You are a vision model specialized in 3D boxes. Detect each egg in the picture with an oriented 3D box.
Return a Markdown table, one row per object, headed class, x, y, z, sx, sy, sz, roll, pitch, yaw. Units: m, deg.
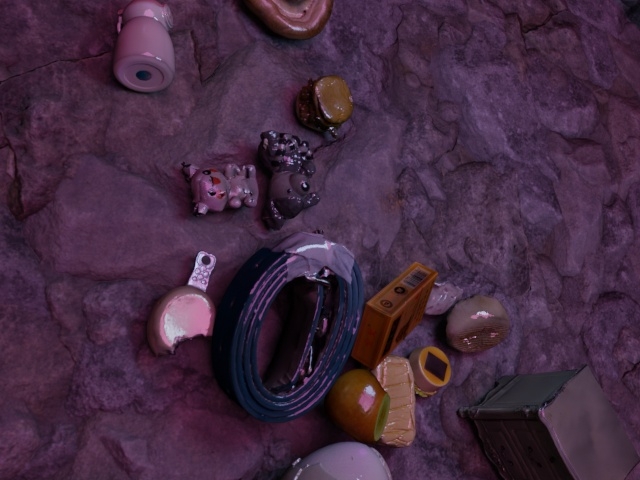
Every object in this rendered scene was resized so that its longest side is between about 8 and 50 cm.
| class | x | y | z | sx | sy | sz | roll | pitch | yaw |
| --- | --- | --- | --- | --- | --- | --- | --- | --- | --- |
| egg | 0.022 | 0.599 | 1.286 | 0.278 | 0.278 | 0.336 | 34 | 66 | -14 |

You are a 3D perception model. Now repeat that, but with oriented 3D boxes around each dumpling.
| class | x | y | z | sx | sy | sz | roll | pitch | yaw |
| --- | --- | --- | --- | --- | --- | --- | --- | --- | --- |
| dumpling | 0.324 | 0.153 | 1.657 | 0.188 | 0.127 | 0.108 | 27 | 56 | -24 |

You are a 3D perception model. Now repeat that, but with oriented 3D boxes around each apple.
| class | x | y | z | sx | sy | sz | roll | pitch | yaw |
| --- | --- | --- | --- | --- | --- | --- | --- | --- | --- |
| apple | 0.094 | 0.384 | 1.383 | 0.163 | 0.146 | 0.147 | 37 | 81 | 15 |

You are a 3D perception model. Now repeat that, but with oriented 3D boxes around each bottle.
| class | x | y | z | sx | sy | sz | roll | pitch | yaw |
| --- | --- | --- | --- | --- | --- | --- | --- | --- | --- |
| bottle | -0.437 | -0.504 | 1.474 | 0.148 | 0.147 | 0.236 | 7 | 64 | -25 |

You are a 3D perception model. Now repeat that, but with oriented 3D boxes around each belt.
| class | x | y | z | sx | sy | sz | roll | pitch | yaw |
| --- | --- | --- | --- | --- | --- | --- | --- | --- | --- |
| belt | -0.076 | 0.194 | 1.368 | 0.300 | 0.173 | 0.436 | 27 | 77 | -29 |

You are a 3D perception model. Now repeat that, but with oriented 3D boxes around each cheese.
| class | x | y | z | sx | sy | sz | roll | pitch | yaw |
| --- | --- | --- | --- | --- | --- | --- | --- | --- | --- |
| cheese | -0.320 | 0.143 | 1.373 | 0.164 | 0.071 | 0.248 | 3 | 74 | -27 |

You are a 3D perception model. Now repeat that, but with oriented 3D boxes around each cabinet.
| class | x | y | z | sx | sy | sz | roll | pitch | yaw |
| --- | --- | --- | --- | --- | --- | --- | --- | --- | --- |
| cabinet | 0.592 | 0.520 | 1.574 | 0.228 | 0.318 | 0.289 | -28 | 89 | -32 |

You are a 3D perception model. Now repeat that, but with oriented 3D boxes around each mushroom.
| class | x | y | z | sx | sy | sz | roll | pitch | yaw |
| --- | --- | --- | --- | --- | --- | --- | --- | --- | --- |
| mushroom | -0.094 | -0.706 | 1.700 | 0.278 | 0.146 | 0.278 | 2 | 83 | -21 |

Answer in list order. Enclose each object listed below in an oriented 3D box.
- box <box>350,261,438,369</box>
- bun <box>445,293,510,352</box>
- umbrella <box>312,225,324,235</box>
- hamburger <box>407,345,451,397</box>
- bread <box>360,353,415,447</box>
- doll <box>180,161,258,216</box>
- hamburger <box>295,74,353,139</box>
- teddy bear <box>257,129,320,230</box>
| class | x | y | z | sx | sy | sz | roll | pitch | yaw |
| --- | --- | --- | --- | --- | --- | --- | --- | --- | --- |
| box | 0.192 | 0.187 | 1.511 | 0.076 | 0.174 | 0.274 | 27 | 33 | 24 |
| bun | 0.432 | 0.231 | 1.680 | 0.193 | 0.178 | 0.127 | -7 | 45 | -12 |
| umbrella | -0.001 | 0.001 | 1.606 | 0.032 | 0.020 | 0.083 | -2 | 81 | -26 |
| hamburger | 0.289 | 0.358 | 1.608 | 0.127 | 0.081 | 0.141 | 22 | 54 | -22 |
| bread | 0.167 | 0.408 | 1.516 | 0.140 | 0.106 | 0.236 | 7 | 72 | -26 |
| doll | -0.247 | -0.130 | 1.480 | 0.192 | 0.095 | 0.149 | -1 | 69 | -25 |
| hamburger | 0.014 | -0.372 | 1.667 | 0.159 | 0.131 | 0.184 | -20 | 91 | -38 |
| teddy bear | -0.068 | -0.159 | 1.553 | 0.171 | 0.144 | 0.250 | -7 | 81 | -42 |
